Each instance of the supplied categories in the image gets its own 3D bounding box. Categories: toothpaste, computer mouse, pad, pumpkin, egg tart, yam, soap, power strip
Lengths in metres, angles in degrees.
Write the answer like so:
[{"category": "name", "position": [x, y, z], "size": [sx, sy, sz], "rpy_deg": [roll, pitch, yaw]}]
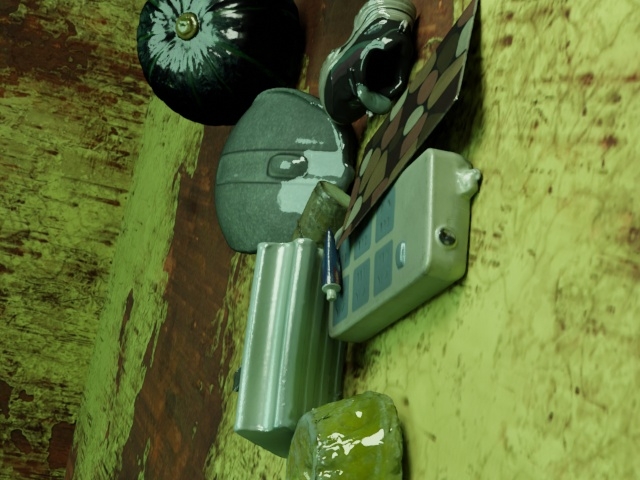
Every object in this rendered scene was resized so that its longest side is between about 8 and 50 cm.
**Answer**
[{"category": "toothpaste", "position": [0.010, 0.024, 1.220], "size": [0.027, 0.019, 0.083], "rpy_deg": [81, -174, -54]}, {"category": "computer mouse", "position": [-0.062, -0.076, 1.526], "size": [0.374, 0.114, 0.203], "rpy_deg": [168, 114, -71]}, {"category": "pad", "position": [0.081, -0.110, 1.172], "size": [0.235, 0.003, 0.158], "rpy_deg": [-53, 15, 46]}, {"category": "pumpkin", "position": [-0.129, -0.282, 1.780], "size": [0.248, 0.248, 0.248], "rpy_deg": [-167, 90, -74]}, {"category": "egg tart", "position": [0.014, 0.224, 1.119], "size": [0.197, 0.078, 0.197], "rpy_deg": [-170, 90, -77]}, {"category": "yam", "position": [0.000, 0.000, 1.342], "size": [0.070, 0.069, 0.146], "rpy_deg": [-98, 27, -50]}, {"category": "soap", "position": [-0.025, 0.111, 1.247], "size": [0.119, 0.066, 0.198], "rpy_deg": [45, -133, -56]}, {"category": "power strip", "position": [0.070, 0.011, 1.146], "size": [0.270, 0.046, 0.118], "rpy_deg": [138, 142, -62]}]

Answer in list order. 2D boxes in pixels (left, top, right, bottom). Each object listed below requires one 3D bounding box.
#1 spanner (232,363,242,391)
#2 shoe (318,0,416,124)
[{"category": "spanner", "position": [-0.059, 0.127, 1.530], "size": [0.325, 0.026, 0.093], "rpy_deg": [127, 150, -58]}, {"category": "shoe", "position": [0.052, -0.170, 1.303], "size": [0.099, 0.071, 0.169], "rpy_deg": [-97, 28, -42]}]
